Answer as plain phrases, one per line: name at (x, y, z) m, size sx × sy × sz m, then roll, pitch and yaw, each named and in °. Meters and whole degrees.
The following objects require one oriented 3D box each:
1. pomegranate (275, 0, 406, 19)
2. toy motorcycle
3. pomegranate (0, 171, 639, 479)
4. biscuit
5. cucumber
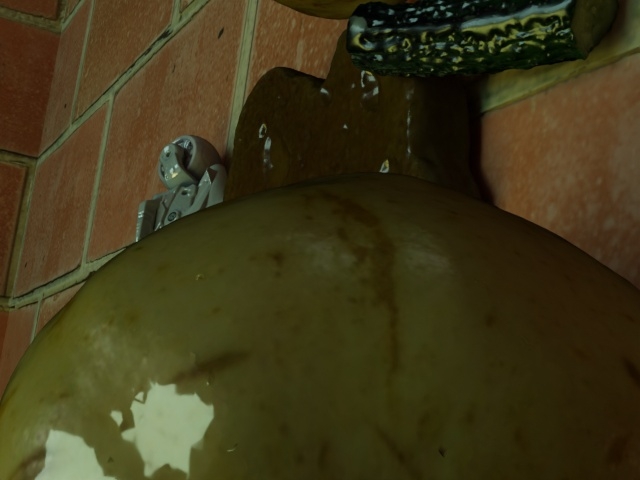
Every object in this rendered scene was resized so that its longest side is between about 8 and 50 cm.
pomegranate at (0.013, -0.293, 0.797) m, size 0.260 × 0.260 × 0.260 m, roll -41°, pitch 43°, yaw 53°
toy motorcycle at (-0.140, -0.009, 1.168) m, size 0.112 × 0.112 × 0.254 m, roll -44°, pitch 39°, yaw 51°
pomegranate at (0.011, 0.132, 0.474) m, size 0.342 × 0.342 × 0.342 m, roll -41°, pitch 43°, yaw 53°
biscuit at (0.000, 0.000, 0.856) m, size 0.359 × 0.074 × 0.381 m, roll -50°, pitch 35°, yaw 36°
cucumber at (0.095, -0.134, 0.681) m, size 0.187 × 0.058 × 0.058 m, roll 2°, pitch 80°, yaw 46°
